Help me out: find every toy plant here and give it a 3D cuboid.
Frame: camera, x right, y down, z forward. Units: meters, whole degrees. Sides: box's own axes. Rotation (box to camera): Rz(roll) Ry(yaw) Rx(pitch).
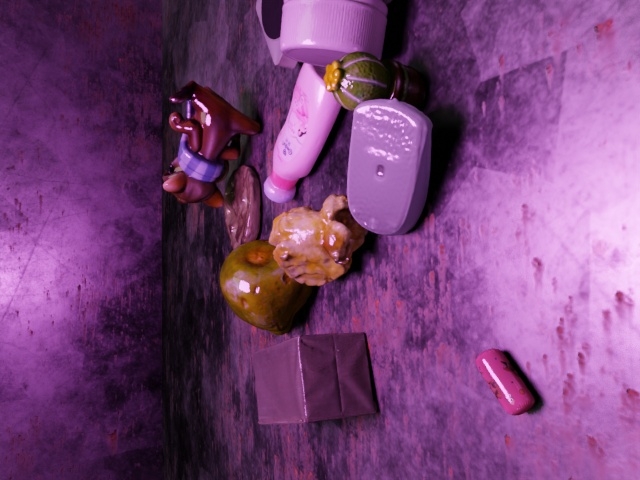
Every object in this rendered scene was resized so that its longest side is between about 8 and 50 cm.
[{"bbox_3d":[0.082,-0.242,0.703,0.092,0.162,0.093,1,91,59],"label":"toy plant"}]

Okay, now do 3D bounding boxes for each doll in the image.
[{"bbox_3d":[-0.342,-0.273,1.305,0.209,0.317,0.340,39,113,31],"label":"doll"}]

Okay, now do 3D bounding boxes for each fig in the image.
[{"bbox_3d":[-0.118,0.138,1.049,0.206,0.206,0.275,-128,26,-47],"label":"fig"}]

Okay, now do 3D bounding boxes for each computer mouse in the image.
[{"bbox_3d":[0.107,-0.109,0.702,0.127,0.079,0.231,25,131,25],"label":"computer mouse"}]

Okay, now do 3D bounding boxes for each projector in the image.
[{"bbox_3d":[-0.059,-0.579,1.040,0.259,0.079,0.257,-53,46,46],"label":"projector"}]

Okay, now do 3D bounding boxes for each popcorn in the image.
[{"bbox_3d":[0.004,0.009,0.861,0.195,0.173,0.168,-15,114,34],"label":"popcorn"}]

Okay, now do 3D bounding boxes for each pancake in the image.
[{"bbox_3d":[-0.244,-0.088,1.390,0.294,0.049,0.295,-12,76,62],"label":"pancake"}]

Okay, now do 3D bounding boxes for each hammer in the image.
[{"bbox_3d":[0.230,0.176,0.562,0.083,0.043,0.043,62,140,38],"label":"hammer"}]

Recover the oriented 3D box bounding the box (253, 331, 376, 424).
[{"bbox_3d":[-0.019,0.276,0.887,0.231,0.155,0.149,-36,56,56],"label":"box"}]

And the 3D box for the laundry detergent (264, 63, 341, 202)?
[{"bbox_3d":[-0.047,-0.228,1.006,0.335,0.087,0.159,-61,36,41],"label":"laundry detergent"}]

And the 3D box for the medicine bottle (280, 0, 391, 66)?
[{"bbox_3d":[0.036,-0.477,0.742,0.208,0.208,0.340,26,112,58],"label":"medicine bottle"}]
